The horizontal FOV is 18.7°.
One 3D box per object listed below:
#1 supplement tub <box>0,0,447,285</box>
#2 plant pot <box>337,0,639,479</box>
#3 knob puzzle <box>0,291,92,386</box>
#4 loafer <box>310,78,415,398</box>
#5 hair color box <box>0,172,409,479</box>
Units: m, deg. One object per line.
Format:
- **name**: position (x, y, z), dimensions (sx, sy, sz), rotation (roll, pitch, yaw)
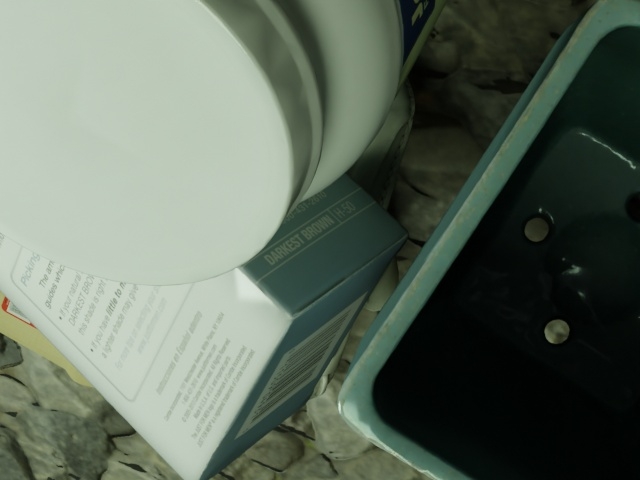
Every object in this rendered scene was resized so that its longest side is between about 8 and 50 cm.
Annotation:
- **supplement tub**: position (-0.048, -0.158, 0.940), dimensions (0.235, 0.325, 0.235), rotation (14, 136, 14)
- **plant pot**: position (0.170, 0.030, 1.048), dimensions (0.248, 0.252, 0.247), rotation (32, 96, -5)
- **knob puzzle**: position (-0.147, 0.042, 1.399), dimensions (0.213, 0.030, 0.213), rotation (14, 135, 15)
- **loafer**: position (0.000, 0.000, 1.245), dimensions (0.111, 0.112, 0.319), rotation (0, 142, -23)
- **hair color box**: position (-0.142, -0.054, 1.157), dimensions (0.374, 0.113, 0.185), rotation (44, 138, 13)
